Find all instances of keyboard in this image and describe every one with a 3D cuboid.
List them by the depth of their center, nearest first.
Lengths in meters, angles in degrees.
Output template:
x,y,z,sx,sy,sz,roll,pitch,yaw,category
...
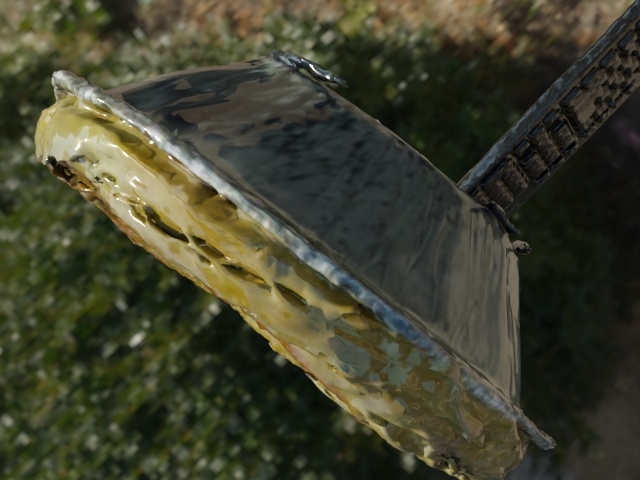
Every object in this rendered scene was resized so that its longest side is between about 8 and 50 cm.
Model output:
x,y,z,sx,sy,sz,roll,pitch,yaw,category
0.157,-0.092,0.933,0.017,0.250,0.087,44,-178,22,keyboard

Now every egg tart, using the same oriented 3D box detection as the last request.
x,y,z,sx,sy,sz,roll,pitch,yaw,category
0.000,0.000,0.669,0.234,0.094,0.234,36,177,2,egg tart
